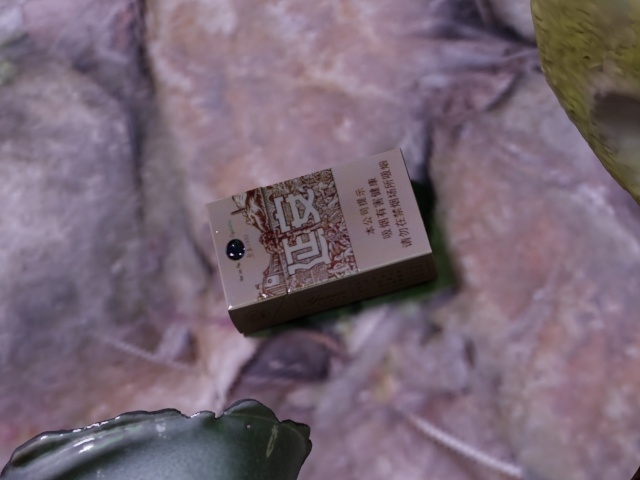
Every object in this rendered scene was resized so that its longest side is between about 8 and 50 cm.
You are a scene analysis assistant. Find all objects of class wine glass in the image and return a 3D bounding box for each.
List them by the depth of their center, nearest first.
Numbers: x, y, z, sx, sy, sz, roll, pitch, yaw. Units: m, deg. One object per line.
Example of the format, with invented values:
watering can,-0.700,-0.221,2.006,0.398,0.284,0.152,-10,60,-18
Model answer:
wine glass,-0.036,0.154,0.463,0.122,0.122,0.183,-18,63,1

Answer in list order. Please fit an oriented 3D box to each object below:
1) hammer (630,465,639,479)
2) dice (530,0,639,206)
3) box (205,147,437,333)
hammer,0.101,0.098,0.514,0.065,0.021,0.178,30,69,27
dice,0.224,-0.100,0.487,0.238,0.227,0.233,-42,60,-13
box,0.000,0.000,0.594,0.083,0.024,0.053,-16,57,0
